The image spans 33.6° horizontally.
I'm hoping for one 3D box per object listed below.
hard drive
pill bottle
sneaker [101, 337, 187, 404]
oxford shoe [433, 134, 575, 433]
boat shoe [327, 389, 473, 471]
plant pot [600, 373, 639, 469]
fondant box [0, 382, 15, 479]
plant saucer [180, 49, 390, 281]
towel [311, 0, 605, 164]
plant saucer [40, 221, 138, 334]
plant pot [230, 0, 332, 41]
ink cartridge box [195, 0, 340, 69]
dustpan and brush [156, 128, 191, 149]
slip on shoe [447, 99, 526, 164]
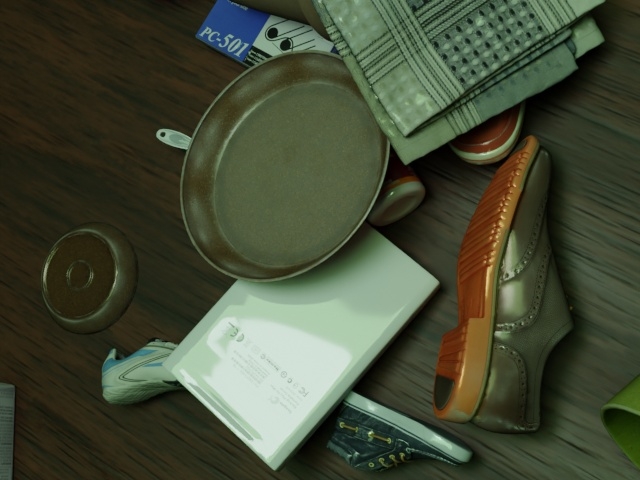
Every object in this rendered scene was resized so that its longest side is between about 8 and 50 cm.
[{"bbox_3d":[-0.025,0.108,1.344,0.203,0.040,0.307,40,83,18],"label":"hard drive"},{"bbox_3d":[0.065,-0.101,1.376,0.086,0.086,0.152,-36,67,13],"label":"pill bottle"},{"bbox_3d":[-0.191,0.165,1.432,0.237,0.085,0.086,-11,67,18],"label":"sneaker"},{"bbox_3d":[0.237,0.053,1.273,0.133,0.130,0.364,17,77,-7],"label":"oxford shoe"},{"bbox_3d":[0.096,0.255,1.303,0.183,0.065,0.083,21,88,33],"label":"boat shoe"},{"bbox_3d":[0.486,0.151,1.066,0.275,0.275,0.293,39,80,25],"label":"plant pot"},{"bbox_3d":[-0.573,0.377,1.542,0.238,0.096,0.330,-7,76,21],"label":"fondant box"},{"bbox_3d":[-0.041,-0.092,1.350,0.310,0.050,0.310,-10,69,29],"label":"plant saucer"},{"bbox_3d":[0.154,-0.295,1.238,0.312,0.056,0.324,-32,101,-10],"label":"towel"},{"bbox_3d":[-0.346,0.052,1.551,0.168,0.029,0.168,-5,76,22],"label":"plant saucer"},{"bbox_3d":[-0.024,-0.392,1.389,0.229,0.263,0.263,8,82,31],"label":"plant pot"},{"bbox_3d":[-0.068,-0.279,1.493,0.207,0.046,0.097,32,91,26],"label":"ink cartridge box"},{"bbox_3d":[-0.132,-0.115,1.476,0.211,0.060,0.147,20,87,25],"label":"dustpan and brush"},{"bbox_3d":[0.186,-0.255,1.345,0.123,0.101,0.331,-9,74,23],"label":"slip on shoe"}]
